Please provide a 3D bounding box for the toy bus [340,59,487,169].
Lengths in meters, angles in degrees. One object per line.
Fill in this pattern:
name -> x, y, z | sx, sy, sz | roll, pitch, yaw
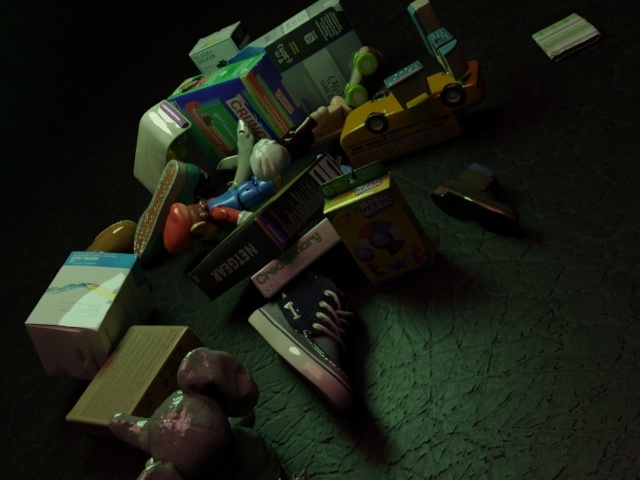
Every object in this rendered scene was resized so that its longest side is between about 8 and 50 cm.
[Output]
toy bus -> 0.205, -0.271, 1.534 | 0.333, 0.130, 0.108 | -16, 35, 28

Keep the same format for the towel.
towel -> 0.548, -0.454, 1.562 | 0.113, 0.023, 0.152 | -25, 31, 13

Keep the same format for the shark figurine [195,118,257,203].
shark figurine -> -0.212, -0.165, 1.852 | 0.278, 0.166, 0.116 | -52, -9, 24

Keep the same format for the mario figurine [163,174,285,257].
mario figurine -> -0.225, -0.048, 1.695 | 0.320, 0.170, 0.198 | -28, -10, -5

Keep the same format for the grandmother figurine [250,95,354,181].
grandmother figurine -> -0.042, -0.237, 1.644 | 0.342, 0.104, 0.208 | -42, -11, -43

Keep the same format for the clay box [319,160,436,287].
clay box -> 0.099, -0.025, 1.220 | 0.127, 0.222, 0.053 | -22, 34, 21

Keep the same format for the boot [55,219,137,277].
boot -> -0.564, 0.039, 1.788 | 0.283, 0.109, 0.220 | -39, 7, -23

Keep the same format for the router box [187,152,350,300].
router box -> -0.108, -0.023, 1.408 | 0.309, 0.081, 0.243 | -34, 11, 49

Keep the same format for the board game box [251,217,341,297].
board game box -> 0.000, 0.000, 1.355 | 0.305, 0.053, 0.193 | -39, -1, -7

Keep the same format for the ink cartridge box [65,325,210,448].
ink cartridge box -> -0.354, 0.282, 1.370 | 0.193, 0.088, 0.234 | -6, 43, 41

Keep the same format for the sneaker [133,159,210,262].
sneaker -> -0.383, -0.061, 1.809 | 0.302, 0.121, 0.108 | -59, 39, 22

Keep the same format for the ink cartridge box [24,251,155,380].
ink cartridge box -> -0.496, 0.164, 1.531 | 0.168, 0.171, 0.232 | 3, 40, 9

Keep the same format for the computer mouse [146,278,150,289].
computer mouse -> -0.549, 0.155, 1.739 | 0.272, 0.072, 0.188 | -26, 32, 15

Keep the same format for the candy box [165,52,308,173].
candy box -> -0.212, -0.331, 1.875 | 0.317, 0.268, 0.122 | -8, 41, 38

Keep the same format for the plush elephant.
plush elephant -> -0.186, 0.312, 1.012 | 0.330, 0.255, 0.272 | -11, 39, 34

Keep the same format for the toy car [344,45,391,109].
toy car -> 0.162, -0.369, 1.670 | 0.155, 0.188, 0.149 | -91, 16, -72

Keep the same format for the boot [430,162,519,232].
boot -> 0.297, -0.086, 1.250 | 0.106, 0.082, 0.219 | -45, 31, -10

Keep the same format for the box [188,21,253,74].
box -> -0.235, -0.484, 2.081 | 0.169, 0.290, 0.087 | -10, 39, 33

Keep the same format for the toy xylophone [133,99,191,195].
toy xylophone -> -0.423, -0.212, 1.933 | 0.081, 0.236, 0.322 | -35, -11, -37

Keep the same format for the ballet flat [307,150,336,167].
ballet flat -> -0.018, -0.140, 1.634 | 0.070, 0.070, 0.188 | -11, 39, 34

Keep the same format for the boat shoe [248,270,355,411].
boat shoe -> -0.001, 0.147, 1.168 | 0.158, 0.127, 0.340 | -43, 28, -9

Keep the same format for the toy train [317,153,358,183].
toy train -> 0.030, -0.126, 1.537 | 0.184, 0.105, 0.080 | -79, 8, -61

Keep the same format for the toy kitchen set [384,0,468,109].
toy kitchen set -> 0.194, -0.395, 1.466 | 0.166, 0.122, 0.207 | -29, 31, 10

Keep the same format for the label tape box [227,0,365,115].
label tape box -> -0.044, -0.475, 1.925 | 0.348, 0.249, 0.115 | -30, 32, 9
